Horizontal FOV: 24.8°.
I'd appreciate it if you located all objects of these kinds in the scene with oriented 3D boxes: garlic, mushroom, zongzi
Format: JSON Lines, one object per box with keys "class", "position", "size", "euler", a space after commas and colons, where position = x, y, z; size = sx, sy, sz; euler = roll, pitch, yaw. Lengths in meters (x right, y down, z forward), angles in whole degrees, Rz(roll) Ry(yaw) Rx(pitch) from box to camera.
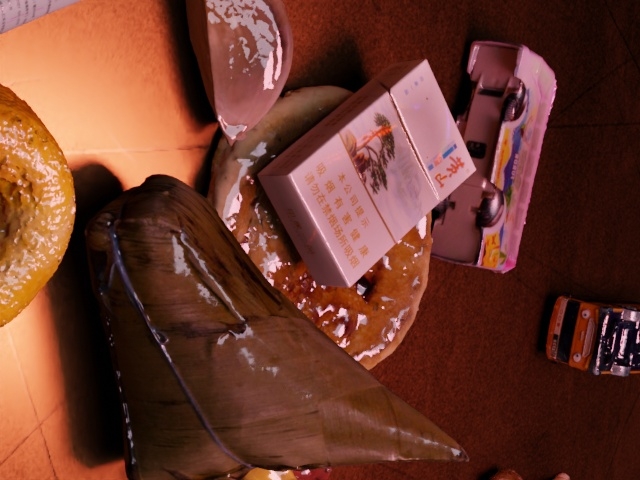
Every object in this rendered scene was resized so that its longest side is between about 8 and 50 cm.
{"class": "garlic", "position": [-0.080, -0.205, 1.513], "size": [0.101, 0.087, 0.196], "euler": [-18, 115, -23]}
{"class": "mushroom", "position": [0.283, 0.340, 1.977], "size": [0.187, 0.061, 0.060], "euler": [9, 64, -50]}
{"class": "zongzi", "position": [-0.046, 0.091, 1.430], "size": [0.160, 0.360, 0.323], "euler": [-51, 135, -58]}

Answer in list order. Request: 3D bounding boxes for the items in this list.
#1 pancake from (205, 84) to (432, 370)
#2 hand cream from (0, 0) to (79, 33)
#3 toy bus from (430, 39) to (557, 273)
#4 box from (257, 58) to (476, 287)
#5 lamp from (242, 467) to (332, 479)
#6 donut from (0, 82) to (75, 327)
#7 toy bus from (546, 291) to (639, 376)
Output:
{"class": "pancake", "position": [-0.001, 0.000, 1.636], "size": [0.356, 0.065, 0.356], "euler": [-5, 99, -39]}
{"class": "hand cream", "position": [-0.256, -0.244, 1.361], "size": [0.331, 0.058, 0.085], "euler": [-32, 118, -32]}
{"class": "toy bus", "position": [0.210, -0.102, 1.785], "size": [0.112, 0.090, 0.274], "euler": [13, 91, -49]}
{"class": "box", "position": [0.056, -0.076, 1.593], "size": [0.233, 0.067, 0.149], "euler": [-42, 119, -30]}
{"class": "lamp", "position": [-0.103, 0.275, 1.582], "size": [0.253, 0.118, 0.118], "euler": [-31, 118, -29]}
{"class": "donut", "position": [-0.336, -0.025, 1.313], "size": [0.253, 0.118, 0.254], "euler": [-17, 123, -28]}
{"class": "toy bus", "position": [0.397, 0.127, 1.982], "size": [0.201, 0.114, 0.098], "euler": [5, 97, -47]}
